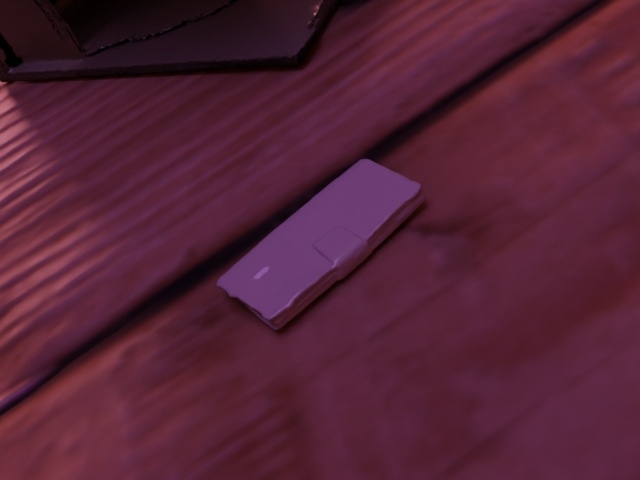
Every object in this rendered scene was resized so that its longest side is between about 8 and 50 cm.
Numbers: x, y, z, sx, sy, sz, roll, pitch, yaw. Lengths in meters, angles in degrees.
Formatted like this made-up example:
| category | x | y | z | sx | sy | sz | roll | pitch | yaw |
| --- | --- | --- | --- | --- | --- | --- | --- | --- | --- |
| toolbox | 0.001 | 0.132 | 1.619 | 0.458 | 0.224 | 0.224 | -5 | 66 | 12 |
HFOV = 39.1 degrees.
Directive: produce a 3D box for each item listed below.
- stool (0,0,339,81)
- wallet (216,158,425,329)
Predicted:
| category | x | y | z | sx | sy | sz | roll | pitch | yaw |
| --- | --- | --- | --- | --- | --- | --- | --- | --- | --- |
| stool | -0.125 | -0.239 | 0.513 | 0.270 | 0.243 | 0.170 | 6 | 49 | 35 |
| wallet | 0.000 | 0.000 | 0.357 | 0.083 | 0.011 | 0.044 | -41 | 40 | -17 |
